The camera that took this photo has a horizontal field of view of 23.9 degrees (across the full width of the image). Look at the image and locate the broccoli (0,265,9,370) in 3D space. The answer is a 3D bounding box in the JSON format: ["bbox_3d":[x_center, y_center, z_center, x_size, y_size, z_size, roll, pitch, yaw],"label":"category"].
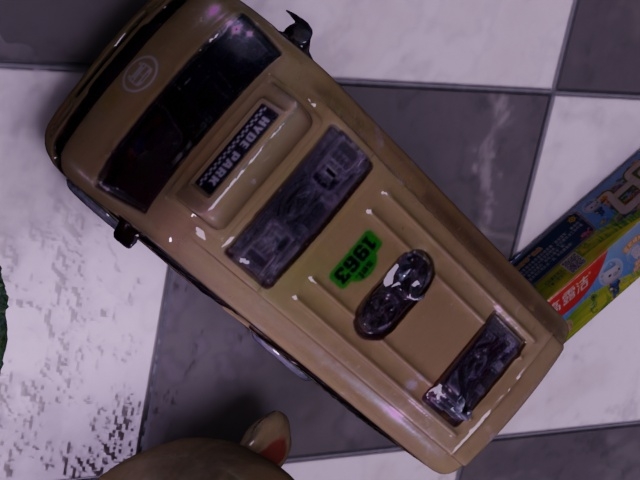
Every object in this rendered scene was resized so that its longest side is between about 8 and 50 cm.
[{"bbox_3d":[-0.260,0.009,0.628,0.270,0.270,0.270,12,108,-1],"label":"broccoli"}]

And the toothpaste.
[{"bbox_3d":[0.207,-0.005,0.996,0.193,0.070,0.044,-40,129,-10],"label":"toothpaste"}]

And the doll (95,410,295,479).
[{"bbox_3d":[-0.085,0.265,0.887,0.235,0.174,0.330,-31,135,-55],"label":"doll"}]

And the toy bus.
[{"bbox_3d":[0.000,0.000,0.811,0.139,0.157,0.289,-49,129,-4],"label":"toy bus"}]
